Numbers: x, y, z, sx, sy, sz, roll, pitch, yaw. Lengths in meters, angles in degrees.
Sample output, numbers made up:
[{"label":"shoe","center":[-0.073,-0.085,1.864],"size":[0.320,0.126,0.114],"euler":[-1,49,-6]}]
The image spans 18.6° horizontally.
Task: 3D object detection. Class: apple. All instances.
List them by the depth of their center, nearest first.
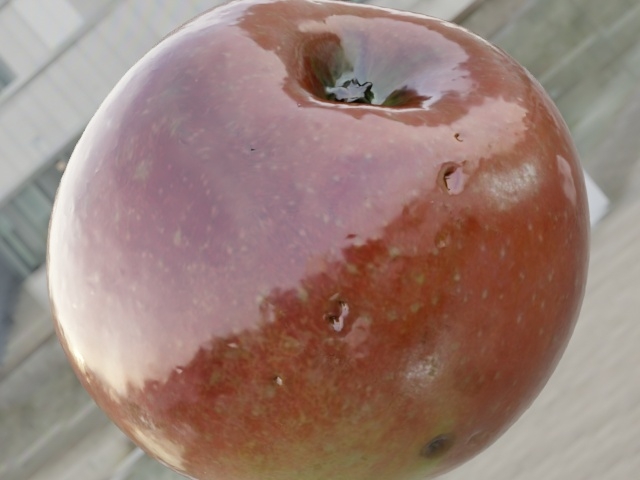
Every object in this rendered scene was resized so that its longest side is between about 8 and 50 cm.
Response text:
[{"label":"apple","center":[0.000,0.000,1.271],"size":[0.348,0.348,0.277],"euler":[-50,-22,-55]}]
